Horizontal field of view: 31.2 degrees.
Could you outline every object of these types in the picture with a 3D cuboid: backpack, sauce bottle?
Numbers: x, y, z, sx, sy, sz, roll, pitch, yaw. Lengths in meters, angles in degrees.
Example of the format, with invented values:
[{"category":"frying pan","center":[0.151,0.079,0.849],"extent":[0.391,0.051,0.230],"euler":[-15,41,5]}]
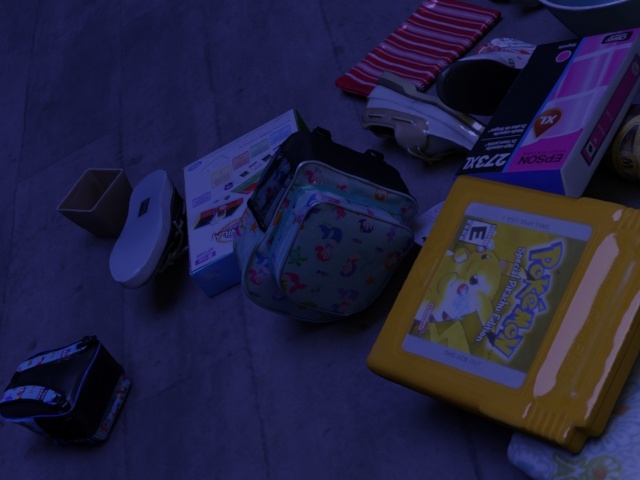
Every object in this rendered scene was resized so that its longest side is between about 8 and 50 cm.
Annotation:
[{"category":"backpack","center":[0.000,0.000,1.645],"extent":[0.253,0.225,0.191],"euler":[-56,31,27]},{"category":"backpack","center":[-0.411,0.244,1.806],"extent":[0.173,0.117,0.158],"euler":[-12,42,29]},{"category":"sauce bottle","center":[0.457,-0.125,1.535],"extent":[0.344,0.111,0.111],"euler":[14,58,49]}]

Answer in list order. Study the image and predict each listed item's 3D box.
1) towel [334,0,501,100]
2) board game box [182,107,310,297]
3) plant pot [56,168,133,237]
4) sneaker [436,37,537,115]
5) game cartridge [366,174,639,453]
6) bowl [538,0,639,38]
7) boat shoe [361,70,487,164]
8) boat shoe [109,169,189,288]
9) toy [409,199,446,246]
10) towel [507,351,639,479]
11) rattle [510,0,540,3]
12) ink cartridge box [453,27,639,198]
[{"category":"towel","center":[0.172,-0.344,2.078],"extent":[0.275,0.031,0.199],"euler":[-43,37,-11]},{"category":"board game box","center":[-0.115,-0.071,1.971],"extent":[0.242,0.064,0.316],"euler":[-27,37,12]},{"category":"plant pot","center":[-0.411,-0.065,2.175],"extent":[0.109,0.096,0.109],"euler":[4,51,41]},{"category":"sneaker","center":[0.261,-0.257,1.784],"extent":[0.270,0.090,0.145],"euler":[-13,23,-28]},{"category":"game cartridge","center":[0.233,0.072,1.345],"extent":[0.324,0.053,0.285],"euler":[15,74,48]},{"category":"bowl","center":[0.494,-0.396,1.764],"extent":[0.312,0.163,0.311],"euler":[-21,38,18]},{"category":"boat shoe","center":[0.177,-0.173,1.829],"extent":[0.103,0.113,0.302],"euler":[-58,39,4]},{"category":"boat shoe","center":[-0.287,-0.001,1.998],"extent":[0.113,0.105,0.306],"euler":[-30,29,14]},{"category":"toy","center":[0.248,-0.041,1.647],"extent":[0.237,0.056,0.137],"euler":[-34,25,-8]},{"category":"towel","center":[0.430,0.171,1.241],"extent":[0.374,0.090,0.320],"euler":[-46,34,-14]},{"category":"rattle","center":[0.407,-0.475,2.038],"extent":[0.200,0.142,0.130],"euler":[-22,68,-6]},{"category":"ink cartridge box","center":[0.301,-0.138,1.541],"extent":[0.176,0.069,0.371],"euler":[-1,47,46]}]
